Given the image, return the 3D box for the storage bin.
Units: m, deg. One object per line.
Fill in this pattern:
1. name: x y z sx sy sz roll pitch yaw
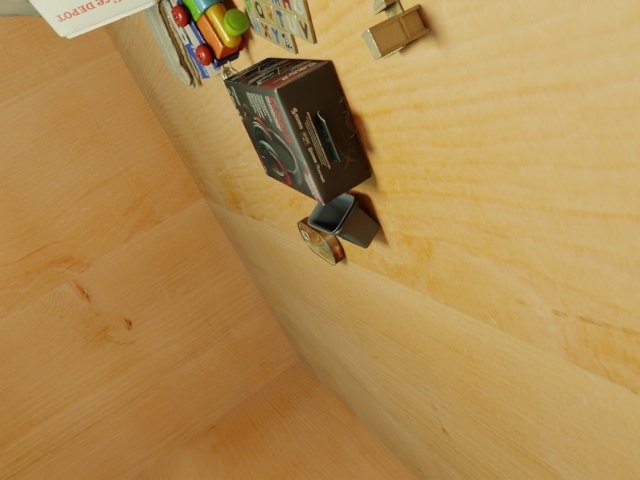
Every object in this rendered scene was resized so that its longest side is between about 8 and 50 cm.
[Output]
1. storage bin: 0.054 -0.042 1.092 0.091 0.098 0.135 33 176 -27

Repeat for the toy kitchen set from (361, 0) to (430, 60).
1. toy kitchen set: 0.064 -0.246 0.639 0.068 0.075 0.083 61 160 -11

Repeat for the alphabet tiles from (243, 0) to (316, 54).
1. alphabet tiles: -0.085 -0.408 0.911 0.237 0.009 0.198 43 160 43

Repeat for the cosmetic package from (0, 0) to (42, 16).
1. cosmetic package: -0.751 -0.689 1.197 0.284 0.098 0.377 -65 -43 -65

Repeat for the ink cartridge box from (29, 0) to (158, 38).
1. ink cartridge box: -0.552 -0.666 1.165 0.384 0.279 0.160 58 -156 -50

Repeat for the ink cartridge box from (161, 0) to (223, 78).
1. ink cartridge box: -0.315 -0.507 1.364 0.207 0.046 0.097 63 165 -24

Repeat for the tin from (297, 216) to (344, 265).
1. tin: 0.000 0.000 1.429 0.190 0.040 0.106 34 149 56

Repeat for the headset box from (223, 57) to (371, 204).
1. headset box: -0.041 -0.204 0.992 0.293 0.110 0.218 34 152 57

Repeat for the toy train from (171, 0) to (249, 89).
1. toy train: -0.179 -0.397 1.084 0.248 0.105 0.143 59 152 -8

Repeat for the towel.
1. towel: -0.445 -0.589 1.605 0.187 0.049 0.282 43 160 40
